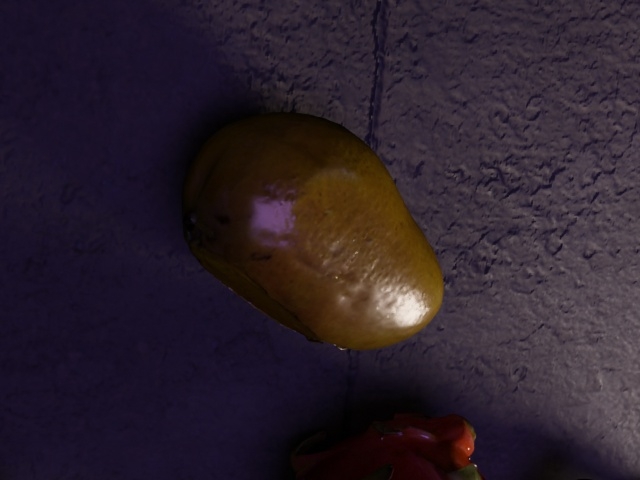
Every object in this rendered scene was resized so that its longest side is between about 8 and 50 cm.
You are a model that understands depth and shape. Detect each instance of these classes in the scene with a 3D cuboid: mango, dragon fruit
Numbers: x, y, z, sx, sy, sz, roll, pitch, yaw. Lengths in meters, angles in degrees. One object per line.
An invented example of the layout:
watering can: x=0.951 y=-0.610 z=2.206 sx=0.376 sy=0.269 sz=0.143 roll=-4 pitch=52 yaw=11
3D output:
mango: x=0.000 y=0.000 z=1.053 sx=0.167 sy=0.130 sz=0.262 roll=-47 pitch=121 yaw=-3
dragon fruit: x=0.068 y=0.267 z=1.117 sx=0.224 sy=0.224 sz=0.227 roll=5 pitch=86 yaw=-19

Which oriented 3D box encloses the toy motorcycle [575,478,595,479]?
toy motorcycle: x=0.327 y=0.327 z=1.270 sx=0.401 sy=0.134 sz=0.207 roll=4 pitch=113 yaw=-18
